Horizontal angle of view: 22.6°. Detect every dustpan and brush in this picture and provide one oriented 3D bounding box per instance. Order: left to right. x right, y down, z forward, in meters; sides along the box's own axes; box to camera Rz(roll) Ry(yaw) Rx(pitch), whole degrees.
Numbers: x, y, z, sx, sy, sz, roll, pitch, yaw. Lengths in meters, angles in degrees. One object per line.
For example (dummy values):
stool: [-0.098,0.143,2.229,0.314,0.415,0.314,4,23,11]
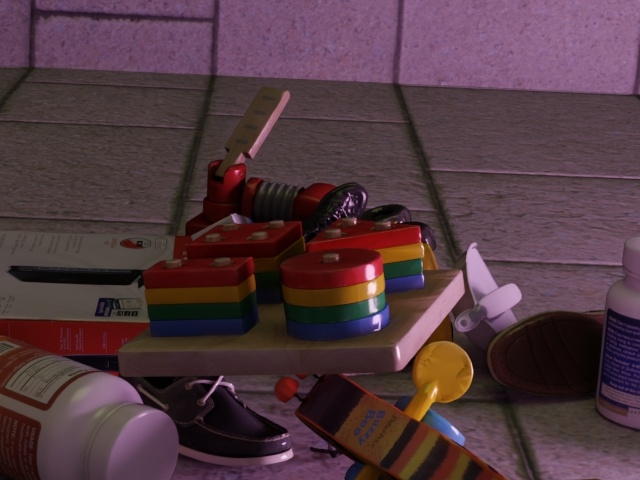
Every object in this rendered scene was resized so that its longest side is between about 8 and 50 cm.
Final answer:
dustpan and brush: [0.182,0.079,1.791,0.060,0.147,0.211,-33,-5,35]

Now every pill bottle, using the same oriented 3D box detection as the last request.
pill bottle: [-0.236,0.168,1.446,0.216,0.121,0.121,16,20,36]
pill bottle: [0.352,0.095,1.681,0.112,0.186,0.112,3,16,-1]

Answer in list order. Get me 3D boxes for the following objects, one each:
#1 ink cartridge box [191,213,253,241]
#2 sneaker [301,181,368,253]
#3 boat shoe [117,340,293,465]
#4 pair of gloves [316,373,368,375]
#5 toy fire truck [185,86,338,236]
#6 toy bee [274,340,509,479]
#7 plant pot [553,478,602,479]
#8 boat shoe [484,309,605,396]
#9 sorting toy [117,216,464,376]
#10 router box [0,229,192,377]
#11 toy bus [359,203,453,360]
ink cartridge box: [-0.097,0.028,1.863,0.060,0.104,0.180,-25,-4,4]
sneaker: [-0.001,-0.002,1.806,0.170,0.051,0.089,-38,18,-12]
boat shoe: [-0.119,0.161,1.569,0.233,0.079,0.084,20,21,41]
pair of gloves: [-0.051,0.070,1.650,0.240,0.042,0.204,3,27,1]
toy fire truck: [-0.052,-0.057,2.033,0.217,0.246,0.158,8,17,16]
toy bee: [0.036,0.177,1.404,0.162,0.195,0.298,41,-32,-29]
plant pot: [0.214,0.244,1.324,0.081,0.083,0.081,-1,17,-12]
boat shoe: [0.288,0.123,1.789,0.258,0.095,0.095,-6,-6,-24]
sorting toy: [-0.022,0.041,1.460,0.256,0.089,0.257,-2,12,18]
router box: [-0.278,0.075,1.829,0.301,0.082,0.335,2,16,-5]
toy bus: [0.031,0.065,1.856,0.211,0.149,0.220,-17,18,-7]
